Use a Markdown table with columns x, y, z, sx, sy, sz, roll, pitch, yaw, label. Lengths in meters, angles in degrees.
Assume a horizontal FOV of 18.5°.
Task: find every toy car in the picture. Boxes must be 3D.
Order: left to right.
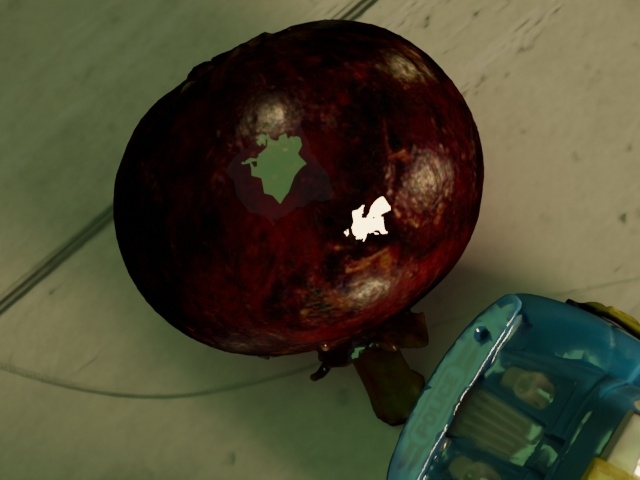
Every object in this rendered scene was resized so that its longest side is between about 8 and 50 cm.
| x | y | z | sx | sy | sz | roll | pitch | yaw | label |
| --- | --- | --- | --- | --- | --- | --- | --- | --- | --- |
| 0.187 | 0.155 | 1.099 | 0.314 | 0.166 | 0.198 | 31 | 88 | 26 | toy car |

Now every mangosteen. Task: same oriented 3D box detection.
| x | y | z | sx | sy | sz | roll | pitch | yaw | label |
| --- | --- | --- | --- | --- | --- | --- | --- | --- | --- |
| 0.000 | 0.000 | 1.209 | 0.235 | 0.235 | 0.261 | -23 | 98 | 12 | mangosteen |
